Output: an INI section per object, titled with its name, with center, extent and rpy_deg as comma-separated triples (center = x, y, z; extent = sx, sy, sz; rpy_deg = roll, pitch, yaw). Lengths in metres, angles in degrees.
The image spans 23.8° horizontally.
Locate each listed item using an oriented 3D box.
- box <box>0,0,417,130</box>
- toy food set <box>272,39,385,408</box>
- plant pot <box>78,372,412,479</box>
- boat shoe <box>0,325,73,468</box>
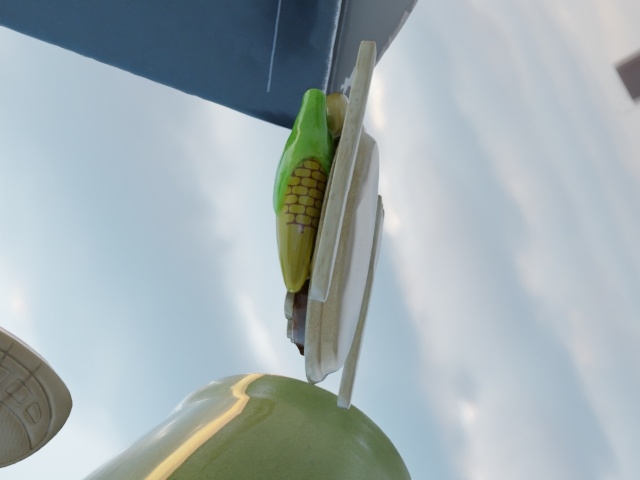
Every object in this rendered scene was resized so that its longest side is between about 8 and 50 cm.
[box]
center = -0.121, -0.292, 0.991
extent = 0.212, 0.395, 0.294
rpy_deg = -57, -16, -45
[toy food set]
center = 0.000, 0.000, 0.699
extent = 0.192, 0.038, 0.132
rpy_deg = 80, -159, -68
[plant pot]
center = -0.079, 0.289, 1.165
extent = 0.366, 0.366, 0.353
rpy_deg = 56, -149, -15
[boat shoe]
center = -0.252, 0.045, 0.815
extent = 0.285, 0.103, 0.092
rpy_deg = 28, -161, -45
